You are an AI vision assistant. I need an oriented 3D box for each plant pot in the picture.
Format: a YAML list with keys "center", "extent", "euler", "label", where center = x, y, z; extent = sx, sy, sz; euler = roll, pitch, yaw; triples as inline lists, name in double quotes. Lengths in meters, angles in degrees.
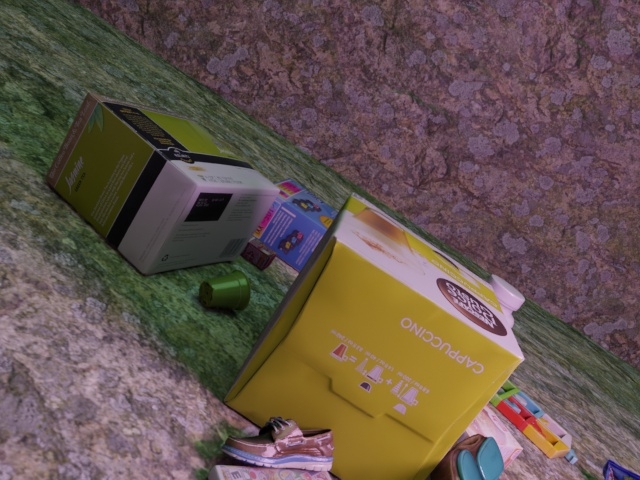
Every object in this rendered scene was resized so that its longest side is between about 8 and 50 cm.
- center: [-0.194, 0.101, 1.174]
  extent: [0.079, 0.083, 0.083]
  euler: [-1, 36, -44]
  label: "plant pot"

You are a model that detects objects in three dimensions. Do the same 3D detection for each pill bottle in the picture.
- center: [0.433, 0.231, 1.642]
  extent: [0.152, 0.272, 0.152]
  euler: [31, 16, -10]
  label: "pill bottle"

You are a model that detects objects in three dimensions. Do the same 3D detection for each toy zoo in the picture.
- center: [0.574, 0.487, 1.620]
  extent: [0.293, 0.030, 0.192]
  euler: [43, 19, 29]
  label: "toy zoo"

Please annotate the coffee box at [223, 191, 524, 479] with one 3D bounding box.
- center: [0.091, 0.171, 1.039]
  extent: [0.337, 0.338, 0.334]
  euler: [33, 17, -2]
  label: "coffee box"

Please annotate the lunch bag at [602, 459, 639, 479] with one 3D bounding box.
- center: [0.787, 0.659, 1.383]
  extent: [0.221, 0.138, 0.293]
  euler: [44, 4, -11]
  label: "lunch bag"

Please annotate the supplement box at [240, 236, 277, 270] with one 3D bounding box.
- center: [-0.159, 0.030, 1.482]
  extent: [0.083, 0.043, 0.055]
  euler: [35, 16, 6]
  label: "supplement box"

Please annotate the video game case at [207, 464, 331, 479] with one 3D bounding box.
- center: [-0.023, 0.390, 0.761]
  extent: [0.206, 0.026, 0.227]
  euler: [21, 21, -39]
  label: "video game case"

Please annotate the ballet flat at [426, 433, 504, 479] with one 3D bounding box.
- center: [0.231, 0.409, 1.020]
  extent: [0.342, 0.124, 0.116]
  euler: [12, 55, -67]
  label: "ballet flat"

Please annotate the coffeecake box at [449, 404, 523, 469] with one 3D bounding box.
- center: [0.327, 0.412, 1.294]
  extent: [0.185, 0.068, 0.142]
  euler: [23, 19, -35]
  label: "coffeecake box"

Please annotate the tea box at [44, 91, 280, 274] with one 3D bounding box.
- center: [-0.326, -0.121, 1.276]
  extent: [0.323, 0.220, 0.329]
  euler: [40, 17, 17]
  label: "tea box"

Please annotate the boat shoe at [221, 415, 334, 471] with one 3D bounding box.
- center: [-0.058, 0.290, 0.860]
  extent: [0.183, 0.066, 0.066]
  euler: [20, -15, -36]
  label: "boat shoe"

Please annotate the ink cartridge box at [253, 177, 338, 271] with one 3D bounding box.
- center: [0.000, 0.000, 1.696]
  extent: [0.395, 0.151, 0.270]
  euler: [37, 17, 3]
  label: "ink cartridge box"
